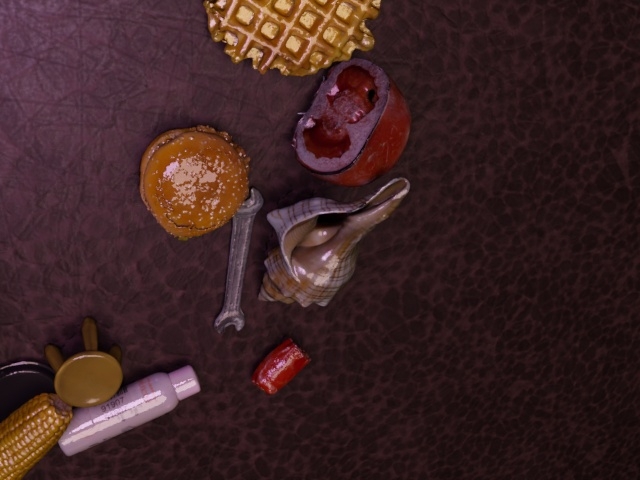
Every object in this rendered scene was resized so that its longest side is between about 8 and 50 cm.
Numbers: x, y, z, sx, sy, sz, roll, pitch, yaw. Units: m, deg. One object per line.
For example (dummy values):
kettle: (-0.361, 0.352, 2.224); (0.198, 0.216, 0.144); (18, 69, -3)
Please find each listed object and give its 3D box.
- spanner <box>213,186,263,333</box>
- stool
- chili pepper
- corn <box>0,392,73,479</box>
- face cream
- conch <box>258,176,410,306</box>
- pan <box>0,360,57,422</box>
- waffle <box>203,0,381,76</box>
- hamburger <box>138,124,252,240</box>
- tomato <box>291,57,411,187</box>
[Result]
spanner: (-0.156, 0.042, 1.279); (0.071, 0.017, 0.301); (-1, 113, -25)
stool: (-0.410, 0.216, 1.185); (0.134, 0.110, 0.135); (7, 111, -26)
chili pepper: (-0.084, 0.260, 1.386); (0.123, 0.073, 0.070); (-43, 82, -4)
corn: (-0.553, 0.380, 1.182); (0.305, 0.106, 0.106); (-40, 124, 6)
face cream: (-0.357, 0.310, 1.273); (0.269, 0.082, 0.082); (-23, 121, -15)
conch: (-0.005, -0.008, 1.236); (0.203, 0.169, 0.386); (19, 119, -35)
pan: (-0.555, 0.242, 1.176); (0.136, 0.028, 0.235); (-39, 124, -1)
waffle: (-0.034, -0.417, 1.079); (0.307, 0.060, 0.311); (-7, 114, -14)
hamburger: (-0.203, -0.100, 1.132); (0.191, 0.118, 0.181); (-24, 125, -18)
tomato: (0.070, -0.190, 1.202); (0.155, 0.181, 0.214); (27, 101, -48)
